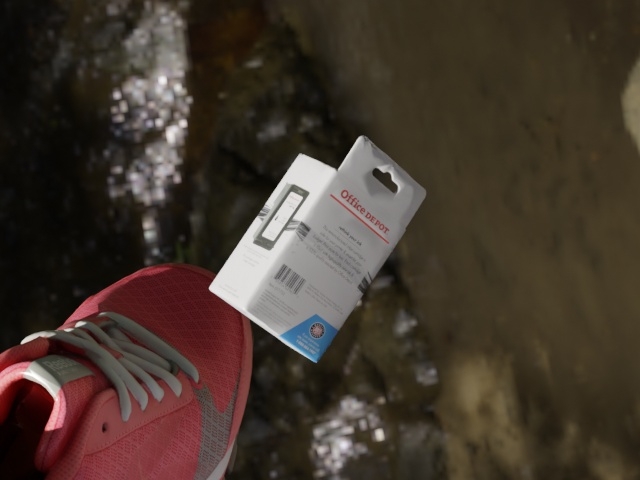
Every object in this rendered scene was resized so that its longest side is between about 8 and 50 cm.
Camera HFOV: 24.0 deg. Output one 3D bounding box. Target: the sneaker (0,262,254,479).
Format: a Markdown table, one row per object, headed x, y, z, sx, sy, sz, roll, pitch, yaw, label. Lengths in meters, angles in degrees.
| x | y | z | sx | sy | sz | roll | pitch | yaw | label |
| --- | --- | --- | --- | --- | --- | --- | --- | --- | --- |
| -0.109 | 0.090 | 0.688 | 0.116 | 0.314 | 0.136 | 29 | 131 | 9 | sneaker |

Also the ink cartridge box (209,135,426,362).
| x | y | z | sx | sy | sz | roll | pitch | yaw | label |
| --- | --- | --- | --- | --- | --- | --- | --- | --- | --- |
| 0.000 | 0.000 | 0.605 | 0.048 | 0.083 | 0.028 | 39 | 172 | -39 | ink cartridge box |
